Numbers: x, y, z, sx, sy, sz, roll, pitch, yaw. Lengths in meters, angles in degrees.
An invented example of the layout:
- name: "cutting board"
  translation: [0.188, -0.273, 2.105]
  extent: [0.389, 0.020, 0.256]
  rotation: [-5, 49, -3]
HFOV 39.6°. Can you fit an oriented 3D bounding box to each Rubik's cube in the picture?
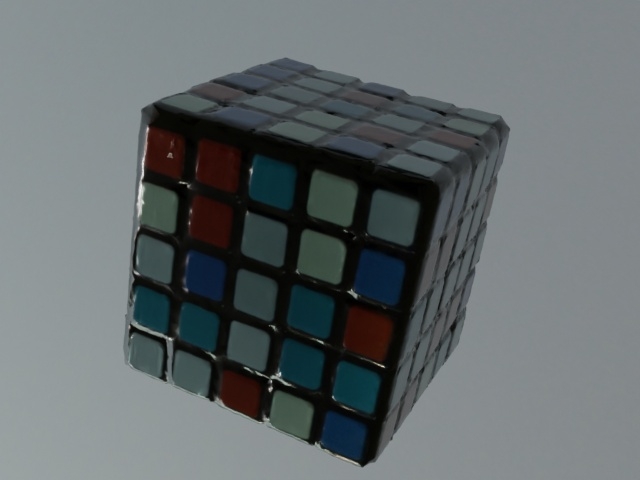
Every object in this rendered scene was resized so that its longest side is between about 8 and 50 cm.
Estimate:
- name: "Rubik's cube"
  translation: [0.000, 0.000, 0.576]
  extent: [0.182, 0.184, 0.187]
  rotation: [19, -62, 19]
